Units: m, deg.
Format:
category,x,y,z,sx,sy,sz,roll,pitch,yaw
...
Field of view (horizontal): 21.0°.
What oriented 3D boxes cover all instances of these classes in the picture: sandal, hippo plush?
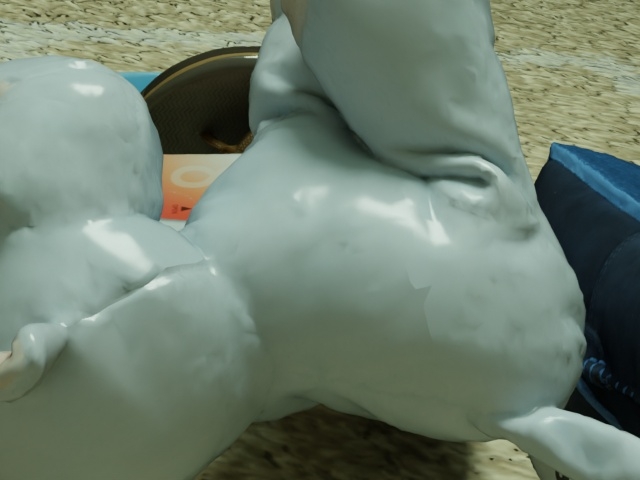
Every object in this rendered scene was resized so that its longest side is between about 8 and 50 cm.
category,x,y,z,sx,sy,sz,roll,pitch,yaw
sandal,0.001,-0.050,0.965,0.219,0.090,0.060,12,43,-3
hippo plush,-0.035,0.029,0.680,0.237,0.294,0.234,-16,-19,-13

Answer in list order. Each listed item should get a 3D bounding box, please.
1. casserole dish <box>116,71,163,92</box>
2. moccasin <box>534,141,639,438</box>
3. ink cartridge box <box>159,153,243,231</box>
category,x,y,z,sx,sy,sz,roll,pitch,yaw
casserole dish,-0.082,-0.080,1.088,0.114,0.037,0.188,-10,16,-42
moccasin,0.169,0.057,0.756,0.138,0.116,0.342,18,13,-11
ink cartridge box,0.000,0.000,0.874,0.179,0.045,0.145,-4,27,-1
